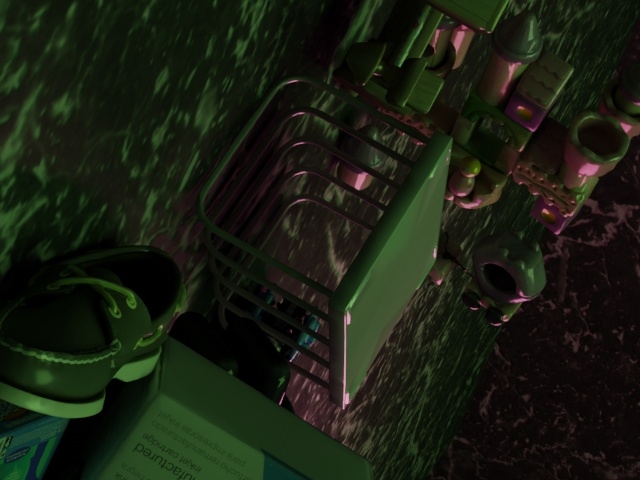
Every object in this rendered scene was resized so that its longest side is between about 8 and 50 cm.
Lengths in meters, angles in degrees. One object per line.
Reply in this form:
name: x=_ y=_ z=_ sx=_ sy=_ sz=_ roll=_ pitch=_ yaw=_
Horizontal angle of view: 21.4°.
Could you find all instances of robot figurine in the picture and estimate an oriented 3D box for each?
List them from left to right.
robot figurine: x=-0.125 y=0.207 z=1.581 sx=0.173 sy=0.209 sz=0.278 roll=-62 pitch=176 yaw=-70

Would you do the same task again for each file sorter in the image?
file sorter: x=0.000 y=0.000 z=1.618 sx=0.193 sy=0.173 sz=0.278 roll=-57 pitch=167 yaw=-20

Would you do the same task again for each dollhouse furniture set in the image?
dollhouse furniture set: x=0.073 y=-0.289 z=1.554 sx=0.303 sy=0.173 sz=0.355 roll=-61 pitch=-169 yaw=2

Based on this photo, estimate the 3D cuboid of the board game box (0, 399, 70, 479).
board game box: x=-0.281 y=0.218 z=1.309 sx=0.210 sy=0.047 sz=0.160 roll=-64 pitch=167 yaw=11

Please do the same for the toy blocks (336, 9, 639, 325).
toy blocks: x=0.195 y=-0.142 z=1.806 sx=0.309 sy=0.288 sz=0.260 roll=-49 pitch=169 yaw=-32

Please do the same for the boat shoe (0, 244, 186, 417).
boat shoe: x=-0.176 y=0.059 z=1.248 sx=0.091 sy=0.109 sz=0.305 roll=-63 pitch=172 yaw=9

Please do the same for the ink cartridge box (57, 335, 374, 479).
ink cartridge box: x=-0.129 y=0.274 z=1.443 sx=0.307 sy=0.223 sz=0.129 roll=-54 pitch=-167 yaw=14

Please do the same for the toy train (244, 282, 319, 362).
toy train: x=-0.055 y=0.114 z=1.815 sx=0.105 sy=0.080 sz=0.184 roll=-62 pitch=179 yaw=13
